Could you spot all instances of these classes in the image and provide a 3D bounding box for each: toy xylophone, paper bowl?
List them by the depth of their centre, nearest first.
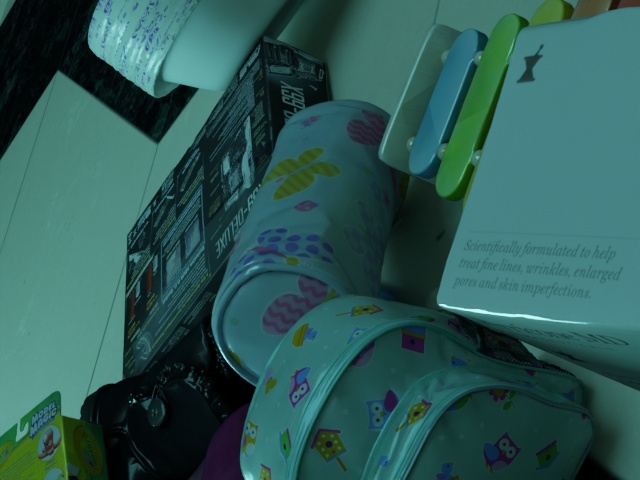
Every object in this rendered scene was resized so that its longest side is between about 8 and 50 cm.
[{"bbox_3d":[0.142,-0.051,0.974,0.323,0.081,0.236,0,70,65],"label":"toy xylophone"},{"bbox_3d":[-0.101,-0.270,1.520,0.284,0.148,0.284,-54,0,0],"label":"paper bowl"}]

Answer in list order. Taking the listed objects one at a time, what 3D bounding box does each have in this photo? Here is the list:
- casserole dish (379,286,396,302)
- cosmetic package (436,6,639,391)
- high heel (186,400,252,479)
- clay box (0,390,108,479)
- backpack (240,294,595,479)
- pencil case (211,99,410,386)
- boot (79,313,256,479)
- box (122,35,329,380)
[{"bbox_3d":[-0.004,0.071,1.175,0.114,0.037,0.188,-28,20,-15],"label":"casserole dish"},{"bbox_3d":[0.185,-0.006,0.697,0.151,0.184,0.151,2,73,59],"label":"cosmetic package"},{"bbox_3d":[-0.034,0.261,1.037,0.181,0.127,0.377,-46,35,22],"label":"high heel"},{"bbox_3d":[-0.239,0.256,1.295,0.127,0.053,0.222,-38,47,31],"label":"clay box"},{"bbox_3d":[0.056,0.123,0.872,0.166,0.188,0.144,-65,24,4],"label":"backpack"},{"bbox_3d":[0.000,0.000,1.097,0.113,0.124,0.273,-11,27,17],"label":"pencil case"},{"bbox_3d":[-0.130,0.207,1.303,0.207,0.094,0.246,-32,53,40],"label":"boot"},{"bbox_3d":[-0.095,-0.014,1.448,0.307,0.076,0.242,-52,28,32],"label":"box"}]
